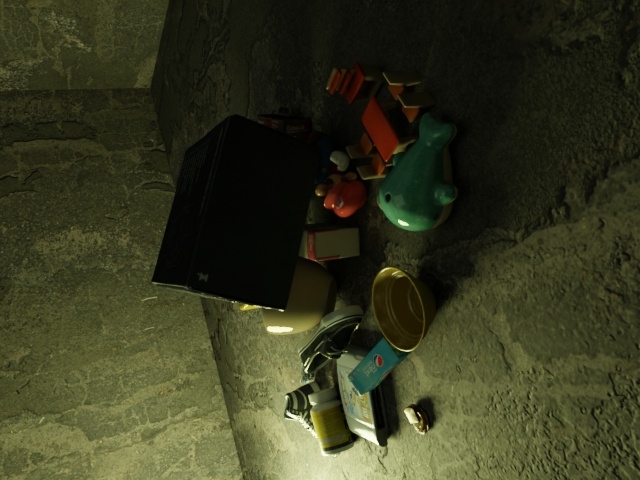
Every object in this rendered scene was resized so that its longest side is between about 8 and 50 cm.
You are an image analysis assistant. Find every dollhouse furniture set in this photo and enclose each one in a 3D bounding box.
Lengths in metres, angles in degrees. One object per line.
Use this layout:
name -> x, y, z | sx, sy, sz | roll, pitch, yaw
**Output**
dollhouse furniture set -> 0.127, -0.319, 1.315 | 0.259, 0.135, 0.262 | 65, 149, 26

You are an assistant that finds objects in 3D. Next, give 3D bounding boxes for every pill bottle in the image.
pill bottle -> 0.033, 0.626, 1.827 | 0.119, 0.119, 0.208 | -39, 65, 59

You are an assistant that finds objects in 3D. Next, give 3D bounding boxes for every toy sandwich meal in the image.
toy sandwich meal -> 0.264, 0.492, 1.440 | 0.086, 0.029, 0.085 | 29, 124, 56

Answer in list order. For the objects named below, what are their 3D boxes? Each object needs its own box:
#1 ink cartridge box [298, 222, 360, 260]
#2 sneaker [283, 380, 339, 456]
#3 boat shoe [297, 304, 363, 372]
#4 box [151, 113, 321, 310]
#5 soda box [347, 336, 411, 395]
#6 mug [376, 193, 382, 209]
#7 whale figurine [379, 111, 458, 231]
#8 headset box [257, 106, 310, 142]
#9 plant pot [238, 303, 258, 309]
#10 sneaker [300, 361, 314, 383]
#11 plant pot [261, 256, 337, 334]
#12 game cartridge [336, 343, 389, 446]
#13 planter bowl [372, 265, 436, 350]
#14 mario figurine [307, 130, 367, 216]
ink cartridge box -> 0.000, 0.000, 1.636 | 0.218, 0.159, 0.092 | 9, 103, 61
sneaker -> -0.038, 0.675, 1.938 | 0.282, 0.153, 0.099 | 66, 150, 25
boat shoe -> 0.042, 0.322, 1.672 | 0.335, 0.121, 0.119 | -51, 46, 44
box -> -0.270, -0.060, 1.582 | 0.472, 0.298, 0.479 | -6, 69, 64
soda box -> 0.165, 0.351, 1.488 | 0.071, 0.067, 0.210 | 53, 132, 24
mug -> 0.195, -0.109, 1.357 | 0.064, 0.078, 0.062 | -41, 29, 49
whale figurine -> 0.219, -0.148, 1.193 | 0.216, 0.141, 0.272 | 49, 139, 45
headset box -> -0.129, -0.314, 1.827 | 0.218, 0.110, 0.293 | 29, 124, 56
plant pot -> -0.210, 0.128, 2.047 | 0.187, 0.212, 0.212 | -40, 63, 45
sneaker -> -0.053, 0.495, 2.030 | 0.058, 0.052, 0.135 | -122, 41, -53
plant pot -> -0.053, 0.178, 1.722 | 0.191, 0.284, 0.284 | 5, 108, 16
game cartridge -> 0.128, 0.486, 1.673 | 0.198, 0.062, 0.297 | -8, 92, 58
planter bowl -> 0.229, 0.165, 1.334 | 0.217, 0.090, 0.217 | 28, 122, 57
mario figurine -> 0.011, -0.190, 1.532 | 0.198, 0.170, 0.320 | 58, -177, -46
